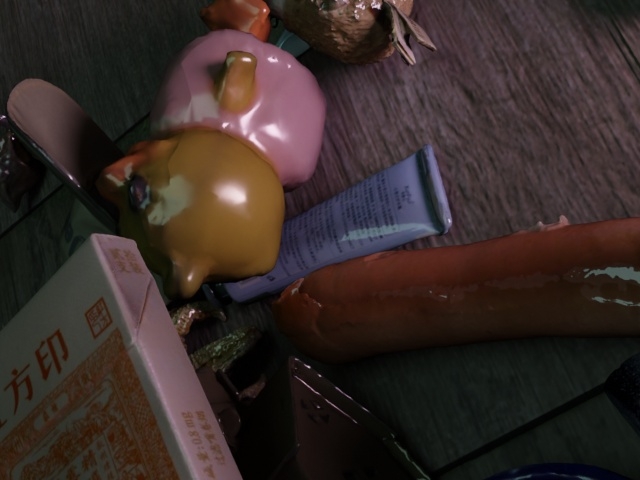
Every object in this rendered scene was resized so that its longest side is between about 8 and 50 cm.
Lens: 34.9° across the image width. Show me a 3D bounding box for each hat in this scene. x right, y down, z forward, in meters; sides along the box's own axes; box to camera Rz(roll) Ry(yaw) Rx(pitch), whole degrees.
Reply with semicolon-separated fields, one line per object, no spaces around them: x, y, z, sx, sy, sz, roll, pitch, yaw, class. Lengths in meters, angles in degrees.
-0.241;-0.025;1.001;0.149;0.245;0.214;-45;35;14;hat

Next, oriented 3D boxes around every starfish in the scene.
-0.143;0.172;0.975;0.238;0.071;0.215;-30;55;35;starfish

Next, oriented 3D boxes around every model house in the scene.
-0.071;0.199;0.814;0.211;0.204;0.243;-52;56;19;model house

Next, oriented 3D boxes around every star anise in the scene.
-0.386;-0.174;1.173;0.148;0.227;0.218;0;66;44;star anise

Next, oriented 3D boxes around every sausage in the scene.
0.147;0.040;0.772;0.419;0.094;0.094;-8;31;36;sausage

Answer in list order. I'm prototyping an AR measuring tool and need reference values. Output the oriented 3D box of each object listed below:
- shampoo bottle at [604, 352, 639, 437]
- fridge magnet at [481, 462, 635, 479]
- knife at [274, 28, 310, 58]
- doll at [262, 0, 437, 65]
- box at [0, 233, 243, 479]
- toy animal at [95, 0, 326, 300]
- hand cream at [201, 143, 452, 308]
0.271;0.171;0.639;0.049;0.087;0.233;-47;54;18;shampoo bottle
0.159;0.282;0.676;0.266;0.113;0.265;-9;74;33;fridge magnet
0.027;-0.274;1.001;0.063;0.035;0.260;37;107;25;knife
0.025;-0.221;0.928;0.221;0.115;0.105;30;60;32;doll
-0.139;0.198;0.702;0.204;0.051;0.365;-42;60;25;box
-0.092;-0.068;0.910;0.195;0.169;0.281;118;176;-56;toy animal
0.000;0.000;0.921;0.256;0.055;0.088;-26;56;27;hand cream
